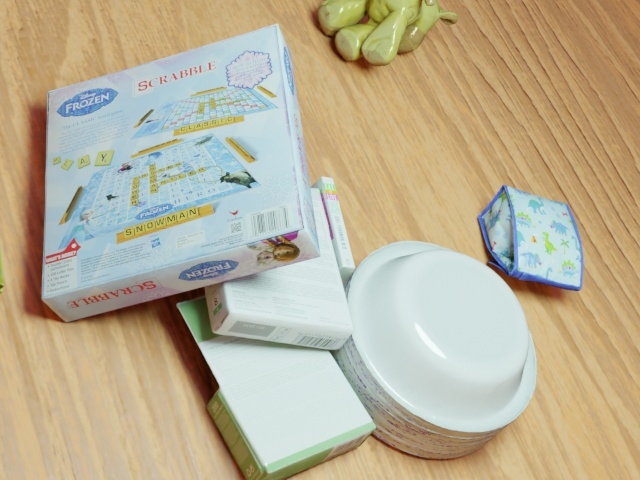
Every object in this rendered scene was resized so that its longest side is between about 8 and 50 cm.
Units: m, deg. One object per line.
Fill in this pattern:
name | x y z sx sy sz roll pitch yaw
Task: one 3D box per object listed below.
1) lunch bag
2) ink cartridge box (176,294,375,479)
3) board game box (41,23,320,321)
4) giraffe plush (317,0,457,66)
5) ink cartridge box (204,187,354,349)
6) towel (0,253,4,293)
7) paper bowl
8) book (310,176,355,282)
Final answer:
lunch bag | 0.321 0.007 1.620 0.128 0.096 0.151 13 42 -22
ink cartridge box | -0.061 0.165 1.306 0.171 0.056 0.235 -15 62 -38
board game box | -0.175 -0.086 1.294 0.318 0.066 0.318 -14 56 10
giraffe plush | 0.125 -0.376 1.767 0.181 0.210 0.170 54 20 20
ink cartridge box | -0.064 0.021 1.336 0.181 0.056 0.225 11 47 -33
towel | -0.478 0.011 1.202 0.237 0.021 0.102 3 56 -29
paper bowl | 0.154 0.126 1.399 0.284 0.148 0.284 15 51 -19
book | 0.000 0.000 1.437 0.035 0.096 0.144 8 54 -29
